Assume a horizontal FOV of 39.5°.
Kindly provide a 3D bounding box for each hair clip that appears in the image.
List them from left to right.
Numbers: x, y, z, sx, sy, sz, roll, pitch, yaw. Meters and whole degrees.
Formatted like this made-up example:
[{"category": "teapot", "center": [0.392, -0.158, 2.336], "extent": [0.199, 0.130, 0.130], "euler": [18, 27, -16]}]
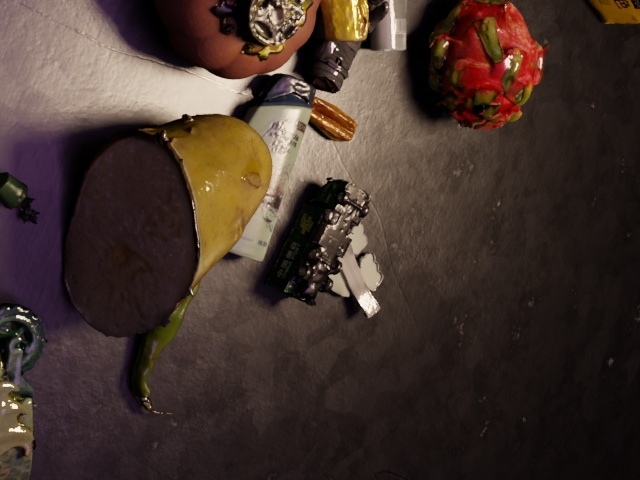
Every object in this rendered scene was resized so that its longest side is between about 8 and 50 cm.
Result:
[{"category": "hair clip", "center": [0.069, 0.065, 1.937], "extent": [0.140, 0.054, 0.220], "euler": [-34, 116, -21]}]

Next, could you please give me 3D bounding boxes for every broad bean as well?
[{"category": "broad bean", "center": [-0.293, 0.176, 1.688], "extent": [0.098, 0.056, 0.318], "euler": [7, 102, -44]}]

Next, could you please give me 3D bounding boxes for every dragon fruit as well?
[{"category": "dragon fruit", "center": [0.355, -0.393, 1.940], "extent": [0.231, 0.237, 0.303], "euler": [-19, 102, -55]}]

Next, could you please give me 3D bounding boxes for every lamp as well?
[{"category": "lamp", "center": [-0.130, -0.422, 1.543], "extent": [0.305, 0.239, 0.305], "euler": [-19, 127, -27]}]

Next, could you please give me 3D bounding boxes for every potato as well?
[{"category": "potato", "center": [-0.233, -0.034, 1.569], "extent": [0.296, 0.290, 0.397], "euler": [-18, 129, -54]}]

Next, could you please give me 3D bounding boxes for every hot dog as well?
[{"category": "hot dog", "center": [0.015, -0.249, 1.831], "extent": [0.144, 0.038, 0.062], "euler": [27, 86, -35]}]

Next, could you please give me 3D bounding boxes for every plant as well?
[{"category": "plant", "center": [-0.500, -0.068, 1.481], "extent": [0.051, 0.051, 0.102], "euler": [-52, 138, -16]}]

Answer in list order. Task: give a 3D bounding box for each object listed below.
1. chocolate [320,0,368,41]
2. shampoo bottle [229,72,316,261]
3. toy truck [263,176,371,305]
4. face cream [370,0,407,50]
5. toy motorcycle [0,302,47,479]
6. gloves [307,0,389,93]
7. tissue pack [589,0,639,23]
[{"category": "chocolate", "center": [0.041, -0.587, 1.624], "extent": [0.162, 0.162, 0.445], "euler": [-18, 111, -33]}, {"category": "shampoo bottle", "center": [-0.118, -0.147, 1.730], "extent": [0.134, 0.078, 0.359], "euler": [18, 89, -32]}, {"category": "toy truck", "center": [0.000, 0.000, 1.823], "extent": [0.088, 0.121, 0.259], "euler": [32, 81, -36]}, {"category": "face cream", "center": [0.142, -0.528, 1.835], "extent": [0.107, 0.073, 0.269], "euler": [-31, 123, -63]}, {"category": "toy motorcycle", "center": [-0.572, 0.303, 1.441], "extent": [0.237, 0.169, 0.410], "euler": [6, 91, -44]}, {"category": "gloves", "center": [0.050, -0.434, 1.771], "extent": [0.142, 0.119, 0.285], "euler": [26, 99, -40]}, {"category": "tissue pack", "center": [0.743, -0.705, 2.111], "extent": [0.382, 0.293, 0.228], "euler": [40, 76, -36]}]
